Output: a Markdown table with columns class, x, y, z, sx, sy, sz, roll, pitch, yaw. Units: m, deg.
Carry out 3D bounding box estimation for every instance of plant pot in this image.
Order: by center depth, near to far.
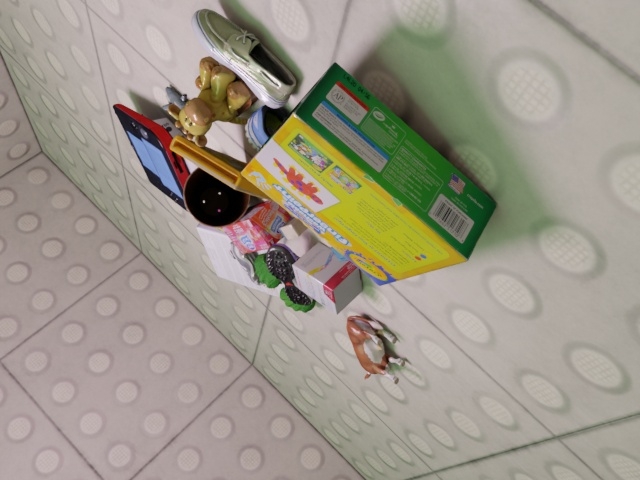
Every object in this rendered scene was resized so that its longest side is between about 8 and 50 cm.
| class | x | y | z | sx | sy | sz | roll | pitch | yaw |
| --- | --- | --- | --- | --- | --- | --- | --- | --- | --- |
| plant pot | -0.362 | -0.145 | 2.069 | 0.215 | 0.215 | 0.230 | 51 | 169 | -7 |

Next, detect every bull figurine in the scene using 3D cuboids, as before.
| class | x | y | z | sx | sy | sz | roll | pitch | yaw |
| --- | --- | --- | --- | --- | --- | --- | --- | --- | --- |
| bull figurine | 0.185 | 0.382 | 2.037 | 0.188 | 0.101 | 0.310 | 11 | 138 | 47 |

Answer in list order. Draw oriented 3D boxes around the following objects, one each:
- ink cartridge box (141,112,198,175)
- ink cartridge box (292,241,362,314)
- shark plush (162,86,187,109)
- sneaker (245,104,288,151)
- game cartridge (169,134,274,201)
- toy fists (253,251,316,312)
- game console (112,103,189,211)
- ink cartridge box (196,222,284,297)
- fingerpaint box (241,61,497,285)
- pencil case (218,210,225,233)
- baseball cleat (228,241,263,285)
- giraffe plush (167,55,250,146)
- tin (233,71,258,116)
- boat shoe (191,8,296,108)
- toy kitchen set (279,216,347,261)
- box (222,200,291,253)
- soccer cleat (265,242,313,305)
| class | x | y | z | sx | sy | sz | roll | pitch | yaw |
| --- | --- | --- | --- | --- | --- | --- | --- | --- | --- |
| ink cartridge box | -0.515 | -0.325 | 2.186 | 0.333 | 0.065 | 0.165 | 44 | 155 | 5 |
| ink cartridge box | 0.022 | 0.116 | 1.880 | 0.176 | 0.127 | 0.128 | 31 | 149 | 33 |
| shark plush | -0.447 | -0.440 | 1.931 | 0.161 | 0.073 | 0.067 | 34 | 121 | 38 |
| sneaker | -0.066 | -0.214 | 1.554 | 0.330 | 0.130 | 0.147 | 49 | 157 | -1 |
| game cartridge | -0.226 | -0.192 | 1.722 | 0.285 | 0.052 | 0.324 | 32 | -169 | 30 |
| toy fists | -0.129 | 0.153 | 2.206 | 0.279 | 0.096 | 0.142 | 42 | 144 | -3 |
| game console | -0.609 | -0.299 | 2.230 | 0.342 | 0.060 | 0.386 | 29 | 149 | 34 |
| ink cartridge box | -0.279 | 0.068 | 2.388 | 0.385 | 0.091 | 0.308 | 14 | 141 | 24 |
| fingerpaint box | 0.089 | -0.116 | 1.319 | 0.445 | 0.163 | 0.371 | 39 | 156 | -10 |
| pencil case | -0.347 | -0.077 | 2.231 | 0.236 | 0.104 | 0.104 | 25 | 146 | 38 |
| baseball cleat | -0.277 | 0.081 | 2.280 | 0.109 | 0.072 | 0.205 | 18 | 140 | 45 |
| giraffe plush | -0.307 | -0.355 | 1.604 | 0.181 | 0.170 | 0.210 | 38 | 153 | 20 |
| tin | -0.232 | -0.406 | 1.655 | 0.106 | 0.040 | 0.190 | 50 | 155 | -14 |
| boat shoe | -0.176 | -0.454 | 1.446 | 0.302 | 0.109 | 0.094 | 42 | 141 | -8 |
| toy kitchen set | 0.000 | 0.000 | 1.706 | 0.207 | 0.166 | 0.122 | 54 | 154 | -12 |
| box | -0.209 | -0.045 | 2.022 | 0.122 | 0.128 | 0.257 | 55 | 153 | -13 |
| soccer cleat | -0.091 | 0.091 | 1.989 | 0.109 | 0.116 | 0.318 | 4 | 144 | 24 |
